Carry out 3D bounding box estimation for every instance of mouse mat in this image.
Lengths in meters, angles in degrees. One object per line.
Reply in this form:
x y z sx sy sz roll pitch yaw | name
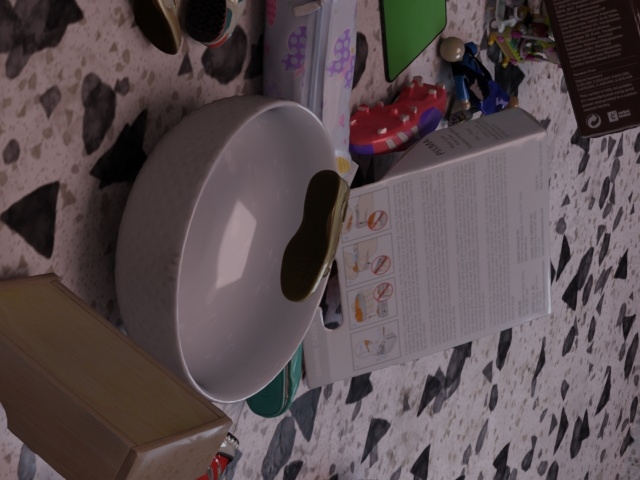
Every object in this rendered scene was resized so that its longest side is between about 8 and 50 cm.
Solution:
0.132 -0.326 2.202 0.189 0.007 0.152 -48 142 -44 | mouse mat

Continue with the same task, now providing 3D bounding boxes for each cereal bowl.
-0.119 0.000 1.730 0.339 0.141 0.339 -37 134 -52 | cereal bowl

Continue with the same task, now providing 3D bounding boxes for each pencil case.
-0.011 -0.204 1.855 0.113 0.124 0.273 -6 115 -22 | pencil case

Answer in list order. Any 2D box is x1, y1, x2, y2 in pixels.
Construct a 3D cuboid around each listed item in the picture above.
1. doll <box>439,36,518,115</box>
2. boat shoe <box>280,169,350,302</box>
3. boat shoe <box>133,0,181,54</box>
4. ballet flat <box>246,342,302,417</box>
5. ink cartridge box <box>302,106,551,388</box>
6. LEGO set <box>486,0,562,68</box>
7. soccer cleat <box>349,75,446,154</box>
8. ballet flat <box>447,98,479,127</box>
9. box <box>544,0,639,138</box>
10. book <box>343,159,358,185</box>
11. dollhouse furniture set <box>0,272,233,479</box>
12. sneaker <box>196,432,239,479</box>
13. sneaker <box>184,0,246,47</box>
0.232 -0.243 2.358 0.189 0.046 0.129 41 47 -42 | doll
-0.002 -0.001 1.742 0.048 0.056 0.153 36 63 -56 | boat shoe
-0.167 -0.252 1.619 0.045 0.050 0.135 -52 145 -30 | boat shoe
-0.057 0.100 1.982 0.087 0.083 0.247 -67 163 -72 | ballet flat
0.133 0.012 2.167 0.385 0.091 0.308 -16 123 -16 | ink cartridge box
0.363 -0.334 2.527 0.287 0.107 0.132 -5 107 -61 | LEGO set
0.104 -0.150 2.158 0.248 0.083 0.095 -39 140 -53 | soccer cleat
0.220 -0.203 2.402 0.114 0.041 0.041 -36 133 -52 | ballet flat
0.433 -0.371 2.446 0.191 0.143 0.381 -46 119 -65 | box
-0.019 -0.060 1.972 0.096 0.035 0.144 37 67 -27 | book
-0.301 0.268 1.506 0.362 0.256 0.394 -10 132 -60 | dollhouse furniture set
-0.182 0.244 1.774 0.118 0.107 0.279 -63 149 -5 | sneaker
-0.105 -0.288 1.729 0.075 0.057 0.161 40 65 -79 | sneaker
